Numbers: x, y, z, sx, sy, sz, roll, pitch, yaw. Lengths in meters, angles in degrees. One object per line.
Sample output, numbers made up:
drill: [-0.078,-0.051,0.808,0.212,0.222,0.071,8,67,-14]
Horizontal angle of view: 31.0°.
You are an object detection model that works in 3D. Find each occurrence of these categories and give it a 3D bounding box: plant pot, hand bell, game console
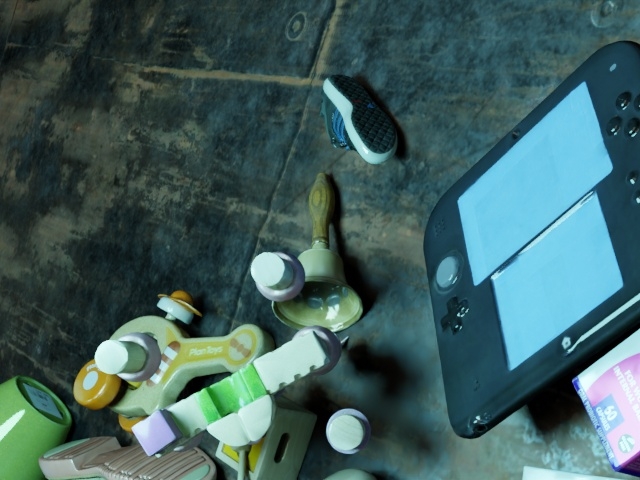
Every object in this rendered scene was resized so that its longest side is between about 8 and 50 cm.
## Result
plant pot: [-0.606,0.399,2.125,0.293,0.275,0.275,-48,41,5]
hand bell: [0.000,0.000,1.662,0.126,0.126,0.242,-36,37,37]
game console: [0.255,-0.006,1.284,0.386,0.060,0.342,-46,30,37]

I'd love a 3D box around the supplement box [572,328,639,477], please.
supplement box: [0.374,0.130,1.117,0.220,0.114,0.111,-45,44,28]

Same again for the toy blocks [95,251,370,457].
toy blocks: [-0.090,0.208,1.493,0.289,0.260,0.309,-29,82,2]

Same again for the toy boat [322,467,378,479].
toy boat: [0.004,0.396,1.470,0.231,0.151,0.151,-40,78,35]

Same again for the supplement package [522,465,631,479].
supplement package: [0.297,0.291,1.151,0.179,0.105,0.105,-5,73,50]

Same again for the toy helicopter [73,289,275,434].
toy helicopter: [-0.214,0.173,1.835,0.355,0.140,0.235,-10,54,36]

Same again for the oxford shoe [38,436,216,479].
oxford shoe: [-0.297,0.404,1.853,0.397,0.140,0.146,-5,101,47]

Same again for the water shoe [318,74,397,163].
water shoe: [0.054,-0.160,1.678,0.203,0.073,0.080,-113,32,-46]

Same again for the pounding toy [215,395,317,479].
pounding toy: [-0.088,0.291,1.629,0.130,0.100,0.141,19,91,53]
